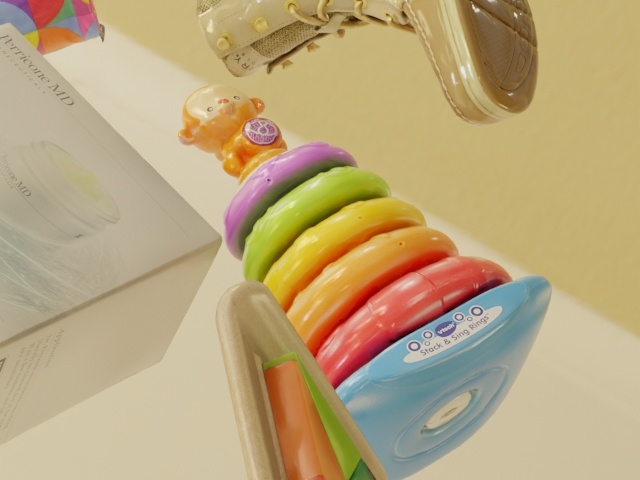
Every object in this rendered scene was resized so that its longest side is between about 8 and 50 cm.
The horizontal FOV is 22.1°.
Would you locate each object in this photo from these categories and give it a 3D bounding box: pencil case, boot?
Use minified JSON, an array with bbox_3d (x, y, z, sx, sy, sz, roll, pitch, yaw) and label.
[{"bbox_3d":[-0.330,-0.213,1.612,0.236,0.104,0.104,-18,-136,-9],"label":"pencil case"},{"bbox_3d":[0.022,-0.152,1.089,0.095,0.203,0.262,17,-132,-52],"label":"boot"}]

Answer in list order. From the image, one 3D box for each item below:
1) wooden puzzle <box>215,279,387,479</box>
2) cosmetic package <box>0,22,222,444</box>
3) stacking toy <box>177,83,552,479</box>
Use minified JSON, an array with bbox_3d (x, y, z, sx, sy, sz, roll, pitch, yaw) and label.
[{"bbox_3d":[0.016,0.166,0.830,0.044,0.221,0.239,-19,-134,11],"label":"wooden puzzle"},{"bbox_3d":[-0.227,0.002,1.040,0.224,0.138,0.224,44,-140,17],"label":"cosmetic package"},{"bbox_3d":[0.000,0.000,1.092,0.175,0.166,0.302,-27,-116,-21],"label":"stacking toy"}]
